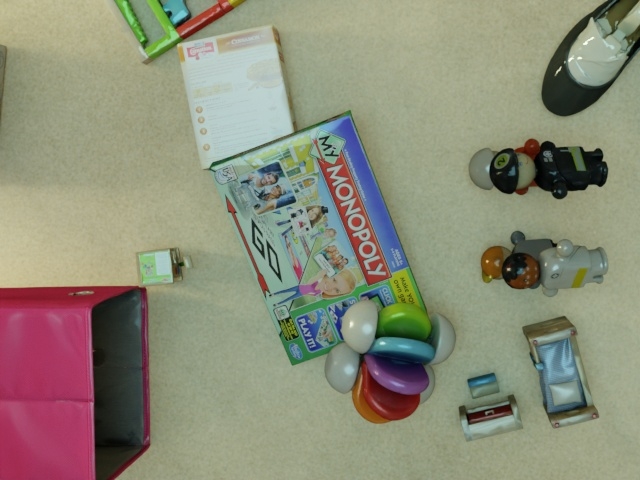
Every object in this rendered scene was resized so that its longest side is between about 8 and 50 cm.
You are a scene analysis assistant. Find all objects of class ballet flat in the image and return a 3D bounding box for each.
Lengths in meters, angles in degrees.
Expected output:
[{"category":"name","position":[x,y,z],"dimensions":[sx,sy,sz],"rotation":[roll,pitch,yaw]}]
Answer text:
[{"category":"ballet flat","position":[0.409,-0.292,1.442],"dimensions":[0.095,0.096,0.280],"rotation":[40,96,2]}]

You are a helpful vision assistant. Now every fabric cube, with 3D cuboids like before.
[{"category":"fabric cube","position":[-0.401,0.198,1.478],"dimensions":[0.258,0.254,0.259],"rotation":[0,93,8]}]

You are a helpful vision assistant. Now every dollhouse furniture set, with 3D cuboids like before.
[{"category":"dollhouse furniture set","position":[0.277,0.198,1.463],"dimensions":[0.184,0.129,0.129],"rotation":[-15,91,7]}]

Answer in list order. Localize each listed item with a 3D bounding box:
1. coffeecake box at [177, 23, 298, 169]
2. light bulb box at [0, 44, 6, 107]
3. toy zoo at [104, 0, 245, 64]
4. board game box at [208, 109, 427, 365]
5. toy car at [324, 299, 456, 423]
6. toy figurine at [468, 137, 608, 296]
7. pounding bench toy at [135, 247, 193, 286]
[{"category":"coffeecake box","position":[-0.116,-0.206,1.518],"dimensions":[0.142,0.068,0.185],"rotation":[-11,92,6]},{"category":"light bulb box","position":[-0.678,-0.201,1.434],"dimensions":[0.358,0.361,0.225],"rotation":[5,93,6]},{"category":"toy zoo","position":[-0.188,-0.418,1.535],"dimensions":[0.293,0.030,0.192],"rotation":[-31,89,7]},{"category":"board game box","position":[0.000,0.000,1.492],"dimensions":[0.214,0.046,0.317],"rotation":[-20,104,8]},{"category":"toy car","position":[0.100,0.176,1.450],"dimensions":[0.159,0.136,0.182],"rotation":[13,121,-14]},{"category":"toy figurine","position":[0.286,-0.032,1.411],"dimensions":[0.148,0.213,0.209],"rotation":[-3,97,-6]},{"category":"pounding bench toy","position":[-0.222,0.037,1.543],"dimensions":[0.083,0.065,0.052],"rotation":[-6,91,7]}]
